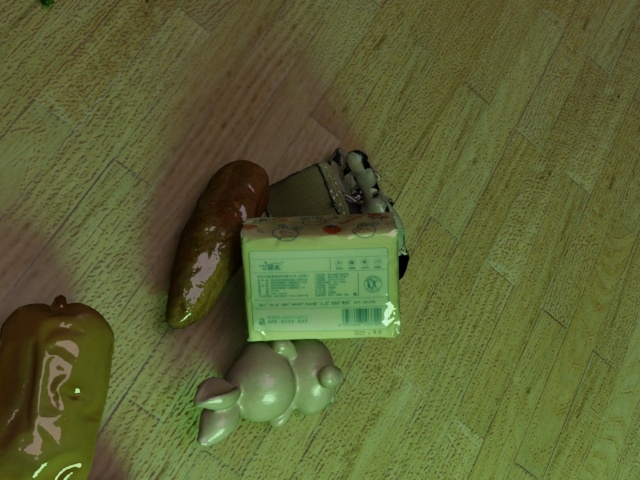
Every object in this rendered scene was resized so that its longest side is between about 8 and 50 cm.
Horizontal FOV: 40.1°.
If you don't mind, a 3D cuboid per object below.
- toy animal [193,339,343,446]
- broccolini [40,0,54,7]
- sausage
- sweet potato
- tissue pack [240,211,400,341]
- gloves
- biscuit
[{"bbox_3d":[-0.083,0.181,1.124,0.213,0.124,0.124,-3,79,-34],"label":"toy animal"},{"bbox_3d":[-0.393,-0.406,1.164,0.074,0.058,0.201,-13,99,-16],"label":"broccolini"},{"bbox_3d":[-0.315,0.181,0.998,0.136,0.120,0.241,26,65,-33],"label":"sausage"},{"bbox_3d":[-0.138,0.008,1.154,0.097,0.097,0.251,30,63,-18],"label":"sweet potato"},{"bbox_3d":[0.000,0.045,1.109,0.196,0.092,0.148,-2,107,0],"label":"tissue pack"},{"bbox_3d":[0.055,-0.042,1.258,0.111,0.127,0.212,-37,62,8],"label":"gloves"},{"bbox_3d":[0.000,0.000,1.213,0.041,0.121,0.199,-19,87,-49],"label":"biscuit"}]
